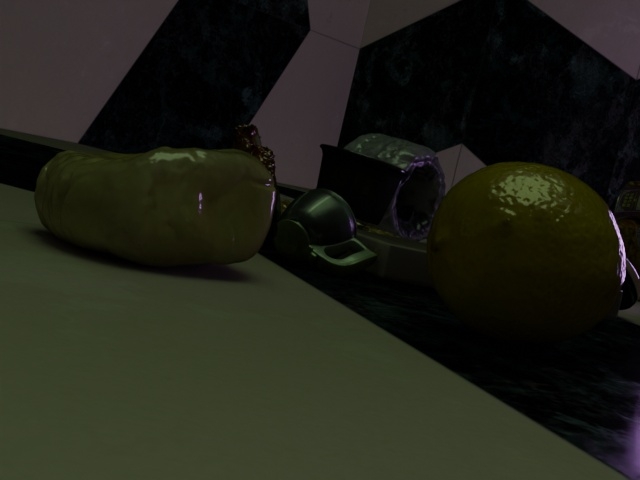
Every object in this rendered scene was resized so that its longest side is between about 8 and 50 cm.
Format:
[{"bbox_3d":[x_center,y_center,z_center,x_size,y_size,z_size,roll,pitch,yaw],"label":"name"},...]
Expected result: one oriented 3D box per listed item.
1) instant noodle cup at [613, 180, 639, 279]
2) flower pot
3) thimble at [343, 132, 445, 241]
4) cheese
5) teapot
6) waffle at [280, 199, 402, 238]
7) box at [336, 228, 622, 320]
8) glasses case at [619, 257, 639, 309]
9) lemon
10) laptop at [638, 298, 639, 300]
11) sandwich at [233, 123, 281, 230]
[{"bbox_3d":[0.795,-0.006,2.002,0.266,0.340,0.340,7,0,35],"label":"instant noodle cup"},{"bbox_3d":[0.058,-0.089,1.553,0.157,0.107,0.157,19,0,0],"label":"flower pot"},{"bbox_3d":[0.143,-0.100,1.894,0.157,0.217,0.245,21,-8,33],"label":"thimble"},{"bbox_3d":[-0.166,-0.040,0.916,0.226,0.117,0.214,3,4,-42],"label":"cheese"},{"bbox_3d":[-0.002,-0.008,1.138,0.124,0.092,0.091,6,23,36],"label":"teapot"},{"bbox_3d":[-0.003,-0.025,1.538,0.291,0.051,0.291,14,5,-1],"label":"waffle"},{"bbox_3d":[0.209,0.044,1.284,0.365,0.051,0.204,12,3,-22],"label":"box"},{"bbox_3d":[0.370,0.034,1.481,0.314,0.075,0.122,18,-32,52],"label":"glasses case"},{"bbox_3d":[0.199,0.014,0.887,0.203,0.178,0.178,10,6,-21],"label":"lemon"},{"bbox_3d":[0.612,0.101,1.941,0.135,0.016,0.197,12,5,-31],"label":"laptop"},{"bbox_3d":[-0.094,-0.079,1.361,0.079,0.159,0.235,5,-8,-3],"label":"sandwich"}]
